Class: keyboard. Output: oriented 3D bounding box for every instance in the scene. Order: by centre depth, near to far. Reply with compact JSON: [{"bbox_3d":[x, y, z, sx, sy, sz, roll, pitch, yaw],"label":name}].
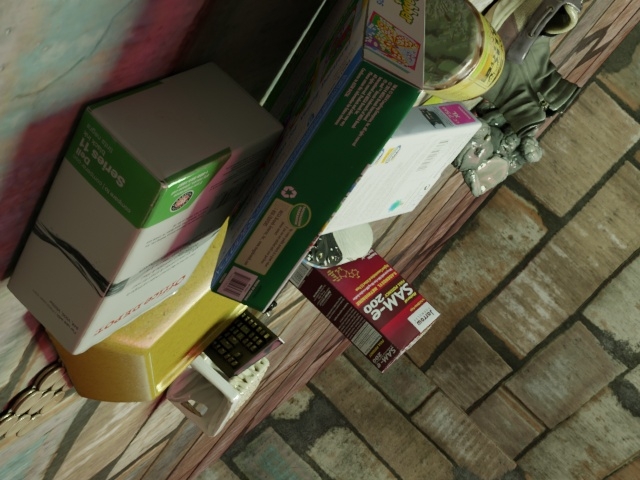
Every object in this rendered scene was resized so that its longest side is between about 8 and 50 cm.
[{"bbox_3d":[-0.110,0.096,1.251,0.108,0.180,0.023,-34,127,-17],"label":"keyboard"}]

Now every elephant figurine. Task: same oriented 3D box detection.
[{"bbox_3d":[0.282,-0.171,1.876,0.239,0.185,0.169,-23,-159,-40],"label":"elephant figurine"}]

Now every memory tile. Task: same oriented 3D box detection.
[{"bbox_3d":[-0.303,0.165,1.132,0.148,0.012,0.113,-46,170,-1],"label":"memory tile"}]

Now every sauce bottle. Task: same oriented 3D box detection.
[{"bbox_3d":[0.158,-0.221,1.198,0.111,0.111,0.344,-48,171,15],"label":"sauce bottle"}]

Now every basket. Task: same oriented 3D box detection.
[{"bbox_3d":[-0.169,0.229,1.664,0.103,0.113,0.167,-43,171,-36],"label":"basket"}]

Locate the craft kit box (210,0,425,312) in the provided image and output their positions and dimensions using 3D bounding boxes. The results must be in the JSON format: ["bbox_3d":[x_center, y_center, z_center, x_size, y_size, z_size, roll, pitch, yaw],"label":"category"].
[{"bbox_3d":[0.000,-0.107,0.831,0.250,0.061,0.246,-54,-159,37],"label":"craft kit box"}]

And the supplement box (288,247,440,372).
[{"bbox_3d":[0.065,0.086,1.661,0.130,0.239,0.073,-36,166,-44],"label":"supplement box"}]

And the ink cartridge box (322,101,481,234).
[{"bbox_3d":[0.072,-0.096,1.373,0.311,0.065,0.185,-18,152,-50],"label":"ink cartridge box"}]

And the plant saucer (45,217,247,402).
[{"bbox_3d":[-0.133,0.046,1.115,0.333,0.081,0.332,-45,170,-19],"label":"plant saucer"}]

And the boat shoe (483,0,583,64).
[{"bbox_3d":[0.333,-0.340,1.473,0.285,0.092,0.103,-39,168,-33],"label":"boat shoe"}]

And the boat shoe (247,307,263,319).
[{"bbox_3d":[-0.115,0.109,1.580,0.135,0.045,0.050,-47,-179,23],"label":"boat shoe"}]

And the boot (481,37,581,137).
[{"bbox_3d":[0.345,-0.277,1.576,0.246,0.161,0.083,-44,170,-11],"label":"boot"}]

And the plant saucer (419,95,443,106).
[{"bbox_3d":[0.117,-0.124,1.595,0.188,0.045,0.188,-40,169,-31],"label":"plant saucer"}]

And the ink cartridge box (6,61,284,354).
[{"bbox_3d":[-0.142,-0.024,0.806,0.153,0.087,0.208,-35,165,-51],"label":"ink cartridge box"}]

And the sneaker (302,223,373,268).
[{"bbox_3d":[0.000,0.000,1.543,0.086,0.085,0.237,-4,178,27],"label":"sneaker"}]
